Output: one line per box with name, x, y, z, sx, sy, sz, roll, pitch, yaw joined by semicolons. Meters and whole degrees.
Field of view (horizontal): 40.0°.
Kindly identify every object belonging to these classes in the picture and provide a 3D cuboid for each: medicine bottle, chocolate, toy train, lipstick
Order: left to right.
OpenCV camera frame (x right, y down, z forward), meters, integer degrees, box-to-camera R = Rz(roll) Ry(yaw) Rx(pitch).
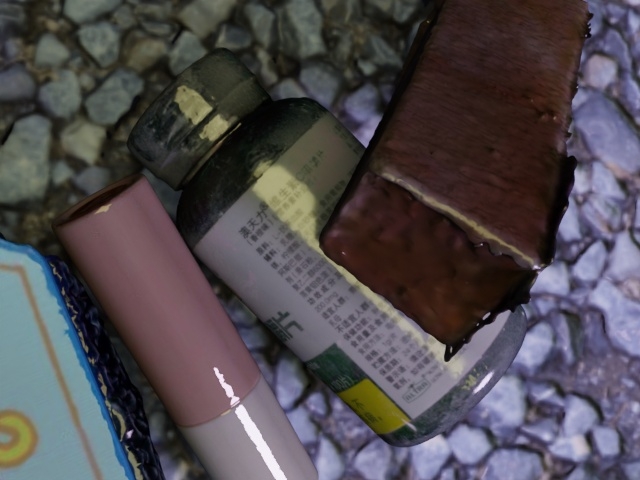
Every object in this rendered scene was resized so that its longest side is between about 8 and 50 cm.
toy train;-0.241;0.148;0.558;0.265;0.188;0.300;-22;88;-15
lipstick;-0.087;0.080;0.607;0.070;0.070;0.254;-31;107;-10
medicine bottle;0.000;0.000;0.626;0.293;0.141;0.141;46;80;-3
chocolate;0.096;-0.079;0.584;0.112;0.112;0.321;30;45;-6
